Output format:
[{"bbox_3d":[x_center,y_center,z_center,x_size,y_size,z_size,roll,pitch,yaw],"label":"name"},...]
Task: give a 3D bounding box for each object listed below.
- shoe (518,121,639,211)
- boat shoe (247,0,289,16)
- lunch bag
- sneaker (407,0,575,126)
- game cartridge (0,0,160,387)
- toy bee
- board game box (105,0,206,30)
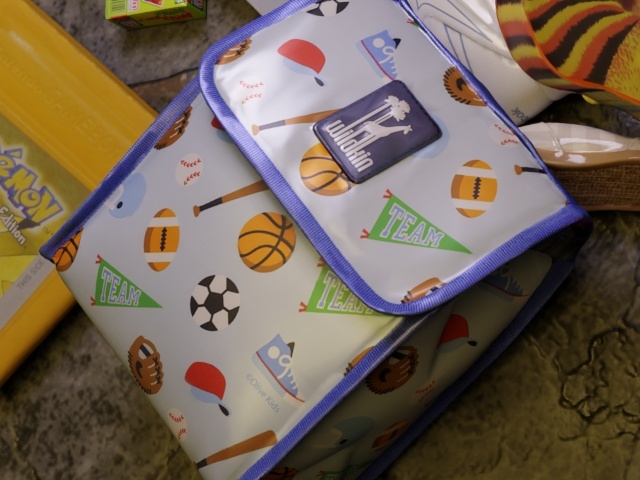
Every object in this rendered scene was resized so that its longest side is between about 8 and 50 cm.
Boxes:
[{"bbox_3d":[0.210,-0.062,1.604,0.219,0.076,0.058,4,38,28],"label":"shoe"},{"bbox_3d":[-0.063,-0.286,1.760,0.258,0.084,0.095,52,121,18],"label":"boat shoe"},{"bbox_3d":[0.000,0.000,1.578,0.385,0.239,0.328,-44,65,15],"label":"lunch bag"},{"bbox_3d":[0.118,-0.225,1.653,0.129,0.111,0.297,-38,65,20],"label":"sneaker"},{"bbox_3d":[-0.322,-0.055,1.779,0.285,0.052,0.323,41,101,-6],"label":"game cartridge"},{"bbox_3d":[0.282,-0.128,1.470,0.298,0.195,0.162,6,90,2],"label":"toy bee"},{"bbox_3d":[-0.163,-0.307,1.835,0.092,0.043,0.181,-6,77,24],"label":"board game box"}]
